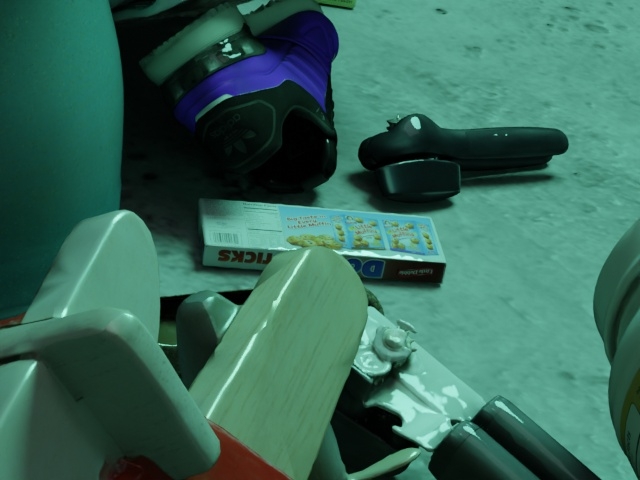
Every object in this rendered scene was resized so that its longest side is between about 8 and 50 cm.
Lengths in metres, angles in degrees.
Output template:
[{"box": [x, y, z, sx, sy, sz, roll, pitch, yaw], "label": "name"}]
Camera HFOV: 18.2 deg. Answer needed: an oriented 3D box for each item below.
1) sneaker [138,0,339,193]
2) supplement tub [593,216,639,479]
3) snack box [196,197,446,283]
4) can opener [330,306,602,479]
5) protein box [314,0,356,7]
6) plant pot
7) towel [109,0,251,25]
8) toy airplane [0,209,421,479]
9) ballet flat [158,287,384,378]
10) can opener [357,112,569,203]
[{"box": [-0.036, -0.103, 1.552, 0.146, 0.102, 0.293, 55, 20, 3], "label": "sneaker"}, {"box": [0.298, 0.123, 1.124, 0.228, 0.228, 0.316, -1, 45, -20], "label": "supplement tub"}, {"box": [0.000, 0.000, 1.459, 0.178, 0.022, 0.064, 5, 31, -12], "label": "snack box"}, {"box": [0.098, 0.139, 1.224, 0.280, 0.093, 0.074, 36, 40, 20], "label": "can opener"}, {"box": [-0.019, -0.355, 1.848, 0.136, 0.201, 0.200, 7, 32, -7], "label": "protein box"}, {"box": [-0.254, -0.120, 1.343, 0.271, 0.255, 0.272, 8, 32, -5], "label": "plant pot"}, {"box": [-0.096, -0.205, 1.566, 0.317, 0.053, 0.332, -20, 8, -38], "label": "towel"}, {"box": [-0.063, 0.182, 0.915, 0.386, 0.272, 0.384, -1, 64, -44], "label": "toy airplane"}, {"box": [-0.073, 0.054, 1.314, 0.249, 0.058, 0.084, -1, 33, -20], "label": "ballet flat"}, {"box": [0.113, -0.069, 1.591, 0.186, 0.073, 0.059, -7, -3, -33], "label": "can opener"}]
